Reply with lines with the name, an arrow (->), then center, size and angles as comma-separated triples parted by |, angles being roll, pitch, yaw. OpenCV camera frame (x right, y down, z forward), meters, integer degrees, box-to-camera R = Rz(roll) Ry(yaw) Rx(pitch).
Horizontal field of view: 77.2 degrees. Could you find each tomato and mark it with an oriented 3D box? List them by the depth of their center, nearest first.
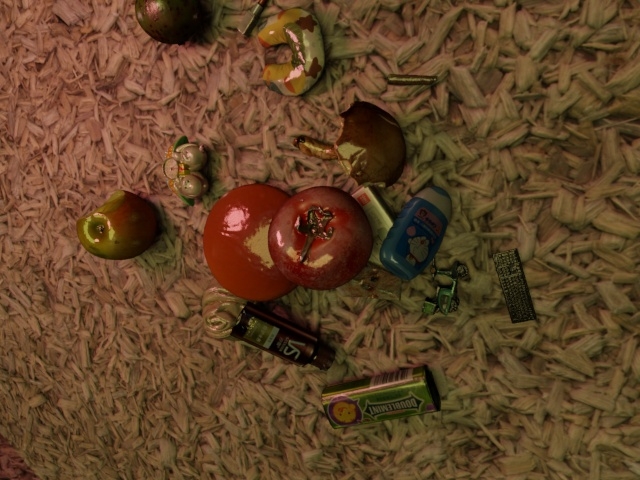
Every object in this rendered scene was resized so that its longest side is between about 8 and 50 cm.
tomato -> 0.000, 0.000, 1.040 | 0.271, 0.227, 0.269 | -3, 73, 9

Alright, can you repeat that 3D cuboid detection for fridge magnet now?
fridge magnet -> -0.190, 0.007, 1.229 | 0.365, 0.155, 0.362 | 2, 97, 16

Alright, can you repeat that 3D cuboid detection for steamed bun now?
steamed bun -> -0.320, 0.237, 1.332 | 0.211, 0.144, 0.217 | 19, 105, 16

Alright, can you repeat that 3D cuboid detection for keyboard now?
keyboard -> 0.523, 0.125, 1.082 | 0.067, 0.011, 0.202 | -16, 95, 21

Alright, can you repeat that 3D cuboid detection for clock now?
clock -> -0.431, -0.226, 1.307 | 0.144, 0.103, 0.230 | 2, 100, 28

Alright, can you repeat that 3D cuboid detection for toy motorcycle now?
toy motorcycle -> 0.348, 0.132, 1.122 | 0.100, 0.058, 0.172 | 16, 107, 22

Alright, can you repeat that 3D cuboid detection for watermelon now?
watermelon -> 0.134, 0.126, 1.122 | 0.241, 0.094, 0.153 | 8, 131, 46

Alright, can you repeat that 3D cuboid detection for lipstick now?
lipstick -> -0.194, -0.667, 1.176 | 0.030, 0.030, 0.129 | 44, 111, 8

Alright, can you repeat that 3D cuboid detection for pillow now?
pillow -> -0.083, -0.532, 1.142 | 0.214, 0.086, 0.233 | 2, 104, 30

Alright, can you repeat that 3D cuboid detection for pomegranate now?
pomegranate -> -0.454, -0.702, 1.169 | 0.202, 0.202, 0.247 | -7, 122, 21

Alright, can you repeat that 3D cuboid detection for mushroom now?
mushroom -> 0.100, -0.272, 1.104 | 0.207, 0.233, 0.302 | -58, 36, 10

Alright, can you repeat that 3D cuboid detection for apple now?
apple -> -0.699, -0.051, 1.370 | 0.247, 0.226, 0.245 | 3, 100, 17

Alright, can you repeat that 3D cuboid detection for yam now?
yam -> 0.244, -0.426, 1.067 | 0.130, 0.027, 0.033 | 11, 64, 19

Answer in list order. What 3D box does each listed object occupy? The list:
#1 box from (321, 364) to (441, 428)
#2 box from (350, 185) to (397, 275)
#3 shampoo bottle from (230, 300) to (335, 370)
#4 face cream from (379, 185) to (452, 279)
box -> 0.182, 0.484, 1.225 | 0.346, 0.097, 0.134 | -20, 95, 21
box -> 0.159, -0.022, 1.147 | 0.135, 0.079, 0.269 | -35, 88, 22
shampoo bottle -> -0.110, 0.310, 1.251 | 0.323, 0.084, 0.129 | 29, 102, -8
face cream -> 0.262, -0.028, 1.052 | 0.149, 0.083, 0.263 | 39, 73, -21
